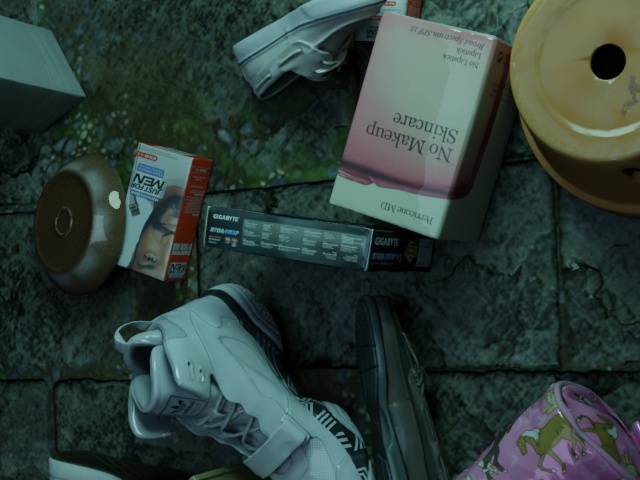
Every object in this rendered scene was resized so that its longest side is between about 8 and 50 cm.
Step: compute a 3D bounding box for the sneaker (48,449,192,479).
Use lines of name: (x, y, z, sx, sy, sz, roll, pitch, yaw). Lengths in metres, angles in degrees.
sneaker: (-0.245, 0.362, 1.629, 0.290, 0.106, 0.123, 6, 94, 39)

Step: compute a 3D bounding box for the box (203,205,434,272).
box: (0.000, 0.000, 1.459, 0.220, 0.175, 0.051, 8, 92, 29)

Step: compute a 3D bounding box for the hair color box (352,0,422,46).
hair color box: (0.085, -0.306, 1.495, 0.072, 0.043, 0.141, 9, 92, 29)

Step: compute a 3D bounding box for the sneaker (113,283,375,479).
sneaker: (-0.098, 0.220, 1.474, 0.366, 0.210, 0.137, 55, 128, 20)

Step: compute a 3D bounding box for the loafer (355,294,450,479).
loafer: (0.099, 0.193, 1.464, 0.084, 0.096, 0.267, -7, 85, -14)

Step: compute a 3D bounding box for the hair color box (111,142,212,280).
hair color box: (-0.211, -0.038, 1.641, 0.093, 0.053, 0.167, 17, 98, 27)

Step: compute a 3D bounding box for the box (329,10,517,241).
box: (0.127, -0.128, 1.421, 0.148, 0.127, 0.232, 19, 97, 27)

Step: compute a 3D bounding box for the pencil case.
pencil case: (0.190, 0.324, 1.353, 0.160, 0.167, 0.386, 45, 108, 9)

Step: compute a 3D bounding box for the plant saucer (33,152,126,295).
plant saucer: (-0.338, -0.024, 1.688, 0.198, 0.036, 0.198, -8, 78, 43)

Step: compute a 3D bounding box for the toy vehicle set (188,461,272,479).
toy vehicle set: (-0.041, 0.380, 1.475, 0.035, 0.166, 0.267, -49, 68, 18)

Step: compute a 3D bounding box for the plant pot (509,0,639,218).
plant pot: (0.322, -0.172, 1.275, 0.291, 0.203, 0.291, -1, 87, 28)

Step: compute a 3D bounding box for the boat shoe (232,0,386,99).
boat shoe: (-0.008, -0.235, 1.487, 0.267, 0.096, 0.088, -17, 95, 47)

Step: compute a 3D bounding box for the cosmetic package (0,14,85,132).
cosmetic package: (-0.441, -0.231, 1.664, 0.107, 0.238, 0.127, -35, 73, 23)
